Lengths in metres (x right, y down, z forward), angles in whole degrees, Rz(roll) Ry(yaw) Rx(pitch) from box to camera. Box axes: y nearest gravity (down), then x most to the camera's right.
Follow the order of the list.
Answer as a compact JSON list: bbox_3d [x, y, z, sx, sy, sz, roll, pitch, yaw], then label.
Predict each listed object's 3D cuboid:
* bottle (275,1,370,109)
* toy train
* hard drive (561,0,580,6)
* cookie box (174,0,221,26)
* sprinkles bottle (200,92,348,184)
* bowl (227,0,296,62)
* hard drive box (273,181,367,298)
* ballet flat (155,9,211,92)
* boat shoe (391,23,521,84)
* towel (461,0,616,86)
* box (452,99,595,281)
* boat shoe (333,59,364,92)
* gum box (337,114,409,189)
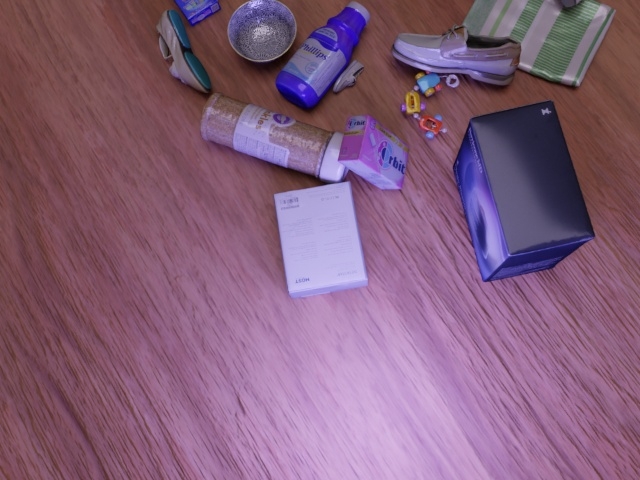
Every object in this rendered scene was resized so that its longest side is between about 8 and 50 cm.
[{"bbox_3d":[0.013,-0.454,1.652,0.118,0.092,0.283,33,80,27],"label":"bottle"},{"bbox_3d":[0.262,-0.329,1.640,0.125,0.046,0.166,23,80,3],"label":"toy train"},{"bbox_3d":[0.668,-0.763,1.637,0.353,0.047,0.233,-41,113,-14],"label":"hard drive"},{"bbox_3d":[-0.323,-0.618,1.740,0.092,0.040,0.107,-33,77,-5],"label":"cookie box"},{"bbox_3d":[-0.101,-0.238,1.596,0.355,0.121,0.121,20,78,8],"label":"sprinkles bottle"},{"bbox_3d":[-0.140,-0.502,1.682,0.170,0.080,0.170,-1,77,2],"label":"bowl"},{"bbox_3d":[0.000,0.000,1.550,0.181,0.089,0.232,-9,76,1],"label":"hard drive box"},{"bbox_3d":[-0.347,-0.455,1.692,0.086,0.086,0.248,-23,75,-3],"label":"ballet flat"},{"bbox_3d":[0.323,-0.459,1.617,0.302,0.103,0.113,10,44,-1],"label":"boat shoe"},{"bbox_3d":[0.529,-0.532,1.676,0.325,0.038,0.248,26,80,9],"label":"towel"},{"bbox_3d":[0.412,-0.092,1.445,0.182,0.294,0.296,-12,76,0],"label":"box"},{"bbox_3d":[0.071,-0.397,1.670,0.035,0.035,0.100,36,74,13],"label":"boat shoe"},{"bbox_3d":[0.127,-0.195,1.548,0.062,0.188,0.107,3,74,40],"label":"gum box"}]
